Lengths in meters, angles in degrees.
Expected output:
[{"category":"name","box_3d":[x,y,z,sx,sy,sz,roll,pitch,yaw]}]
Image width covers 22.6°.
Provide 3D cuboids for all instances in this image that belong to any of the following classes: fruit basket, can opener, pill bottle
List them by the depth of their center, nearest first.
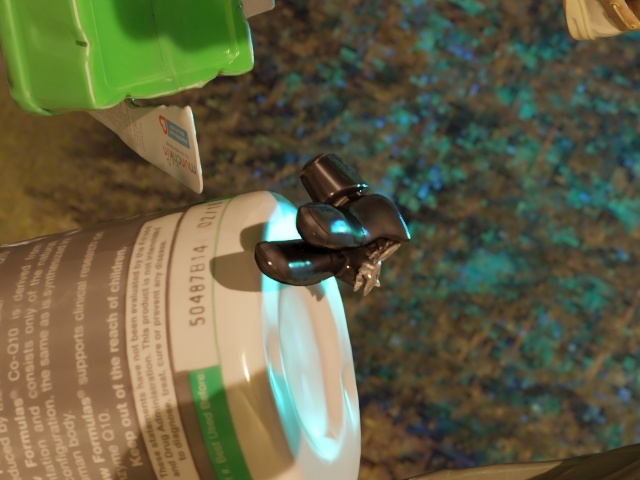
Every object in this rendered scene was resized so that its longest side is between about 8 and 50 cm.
[{"category":"can opener","box_3d":[0.000,0.000,0.819,0.073,0.059,0.186,41,14,5]},{"category":"pill bottle","box_3d":[-0.173,0.101,0.976,0.361,0.204,0.204,-11,-1,14]},{"category":"fruit basket","box_3d":[-0.157,-0.227,1.070,0.165,0.327,0.353,-14,22,-15]}]

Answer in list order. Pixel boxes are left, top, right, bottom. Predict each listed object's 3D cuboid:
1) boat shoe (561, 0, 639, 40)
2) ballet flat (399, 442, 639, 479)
[{"category":"boat shoe","box_3d":[0.137,-0.146,0.777,0.045,0.050,0.135,3,-25,19]},{"category":"ballet flat","box_3d":[0.044,0.087,0.368,0.068,0.213,0.072,-28,88,-42]}]
